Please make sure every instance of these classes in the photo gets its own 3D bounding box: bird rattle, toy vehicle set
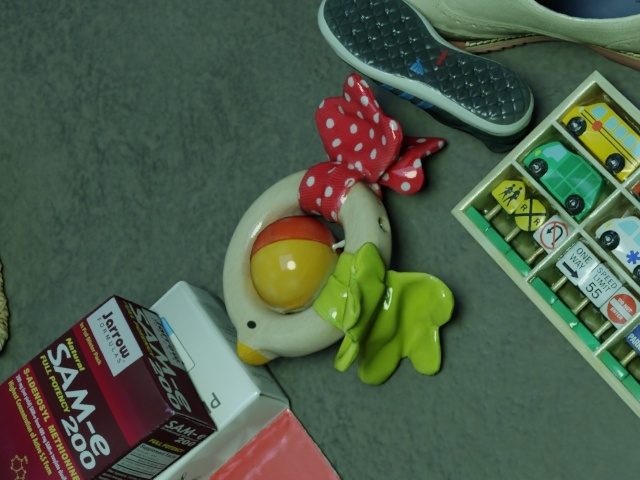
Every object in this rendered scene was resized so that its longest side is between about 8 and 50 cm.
[{"bbox_3d":[0.000,0.000,1.325,0.207,0.143,0.253,-23,65,27],"label":"bird rattle"},{"bbox_3d":[0.246,0.012,1.250,0.166,0.035,0.267,-46,61,9],"label":"toy vehicle set"}]

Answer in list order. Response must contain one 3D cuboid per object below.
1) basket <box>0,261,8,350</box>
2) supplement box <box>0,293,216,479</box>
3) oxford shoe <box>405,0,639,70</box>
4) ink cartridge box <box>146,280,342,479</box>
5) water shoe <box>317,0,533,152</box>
[{"bbox_3d":[-0.418,-0.034,1.448,0.223,0.299,0.213,11,80,31],"label":"basket"},{"bbox_3d":[-0.219,0.171,1.346,0.239,0.073,0.130,-38,60,12],"label":"supplement box"},{"bbox_3d":[0.156,-0.230,1.299,0.397,0.146,0.140,11,83,30],"label":"oxford shoe"},{"bbox_3d":[-0.144,0.227,1.371,0.296,0.066,0.261,-43,60,10],"label":"ink cartridge box"},{"bbox_3d":[0.082,-0.136,1.329,0.203,0.080,0.073,35,73,16],"label":"water shoe"}]
